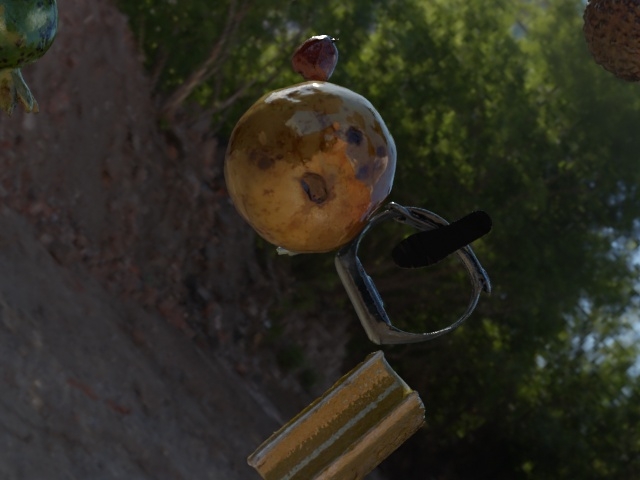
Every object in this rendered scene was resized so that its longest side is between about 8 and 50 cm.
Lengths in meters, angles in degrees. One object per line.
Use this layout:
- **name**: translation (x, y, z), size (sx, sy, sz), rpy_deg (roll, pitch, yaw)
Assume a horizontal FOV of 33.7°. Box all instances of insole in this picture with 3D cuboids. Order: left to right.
- **insole**: translation (0.174, 0.000, 1.514), size (0.053, 0.152, 0.002), rpy_deg (63, 5, 6)

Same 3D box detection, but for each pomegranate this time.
- **pomegranate**: translation (-0.511, -0.321, 1.655), size (0.211, 0.211, 0.263), rpy_deg (-143, -135, -82)
- **pomegranate**: translation (-0.012, -0.092, 1.322), size (0.215, 0.215, 0.215), rpy_deg (49, -2, 2)

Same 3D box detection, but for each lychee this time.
- **lychee**: translation (0.458, -0.321, 1.516), size (0.165, 0.165, 0.197), rpy_deg (59, 32, -78)

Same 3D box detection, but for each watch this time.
- **watch**: translation (0.130, 0.045, 1.533), size (0.068, 0.193, 0.206), rpy_deg (94, -29, -80)

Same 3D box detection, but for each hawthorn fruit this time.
- **hawthorn fruit**: translation (-0.004, -0.336, 1.938), size (0.081, 0.093, 0.081), rpy_deg (38, 0, 0)

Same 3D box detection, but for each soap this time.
- **soap**: translation (0.037, 0.379, 2.027), size (0.156, 0.335, 0.293), rpy_deg (49, -12, 16)

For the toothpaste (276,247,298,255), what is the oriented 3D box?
- **toothpaste**: translation (0.000, 0.000, 2.163), size (0.031, 0.204, 0.049), rpy_deg (45, -42, 42)
